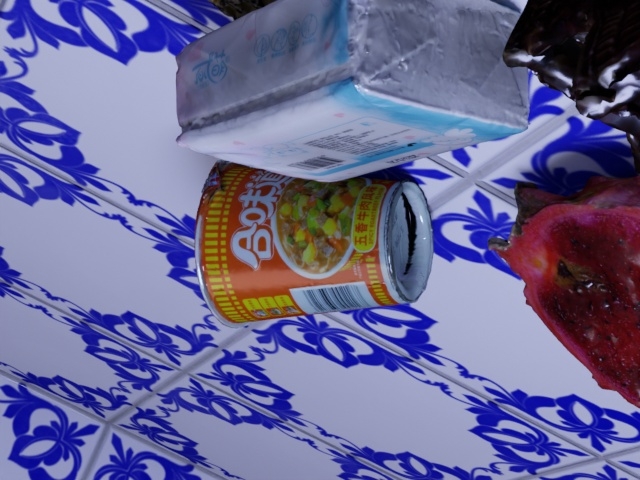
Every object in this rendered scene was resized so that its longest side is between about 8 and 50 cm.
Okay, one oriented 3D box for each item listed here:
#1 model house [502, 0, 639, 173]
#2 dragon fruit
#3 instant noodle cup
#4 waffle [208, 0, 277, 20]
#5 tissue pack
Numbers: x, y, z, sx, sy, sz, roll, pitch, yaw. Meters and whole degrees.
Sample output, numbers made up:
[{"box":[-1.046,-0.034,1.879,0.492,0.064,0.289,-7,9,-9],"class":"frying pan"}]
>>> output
[{"box":[0.264,-0.112,0.954,0.283,0.317,0.297,9,140,20],"class":"model house"},{"box":[0.270,0.003,1.384,0.212,0.134,0.262,25,143,24],"class":"dragon fruit"},{"box":[0.000,0.000,1.544,0.212,0.193,0.193,-1,148,26],"class":"instant noodle cup"},{"box":[-0.083,-0.248,1.240,0.102,0.042,0.148,-5,145,46],"class":"waffle"},{"box":[0.023,-0.134,1.241,0.201,0.124,0.271,13,164,-35],"class":"tissue pack"}]
